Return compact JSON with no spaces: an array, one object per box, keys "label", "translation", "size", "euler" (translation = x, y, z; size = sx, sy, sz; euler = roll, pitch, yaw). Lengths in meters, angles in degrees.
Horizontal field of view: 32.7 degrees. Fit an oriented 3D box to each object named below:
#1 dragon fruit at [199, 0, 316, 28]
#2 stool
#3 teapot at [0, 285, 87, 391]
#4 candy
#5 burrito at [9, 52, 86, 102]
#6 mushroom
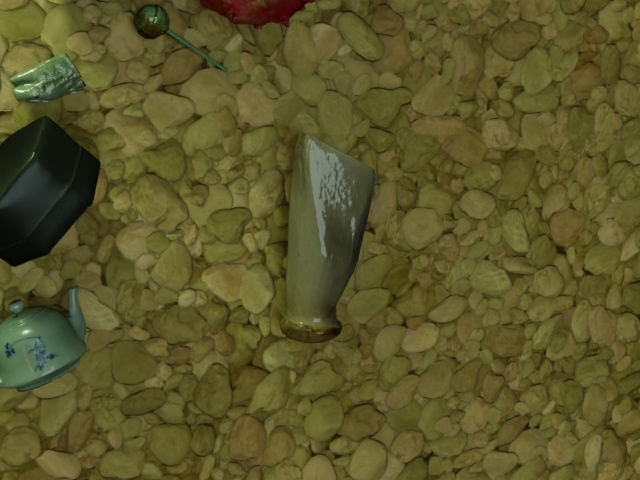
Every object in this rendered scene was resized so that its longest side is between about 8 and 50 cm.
[{"label":"dragon fruit","translation":[-0.124,-0.462,1.859],"size":[0.268,0.205,0.210],"euler":[7,122,9]},{"label":"stool","translation":[-0.477,-0.077,1.785],"size":[0.141,0.232,0.232],"euler":[43,84,-29]},{"label":"teapot","translation":[-0.502,0.171,1.881],"size":[0.232,0.159,0.159],"euler":[-28,114,-25]},{"label":"candy","translation":[-0.241,-0.348,1.920],"size":[0.202,0.061,0.061],"euler":[31,90,-37]},{"label":"burrito","translation":[-0.461,-0.265,1.838],"size":[0.118,0.044,0.074],"euler":[-28,118,-20]},{"label":"mushroom","translation":[0.008,-0.003,2.075],"size":[0.154,0.137,0.407],"euler":[-5,109,-36]}]
